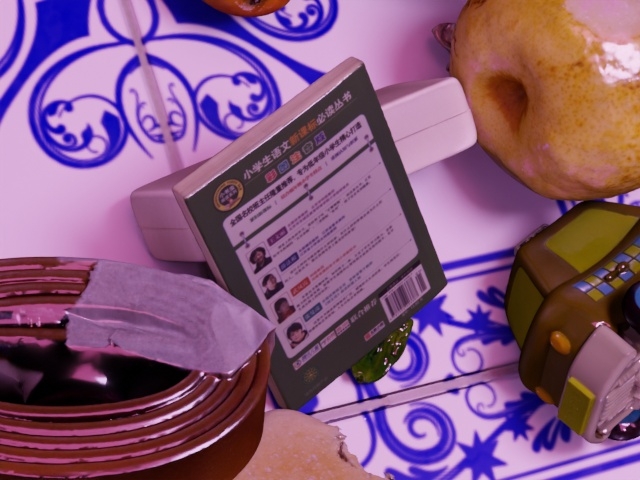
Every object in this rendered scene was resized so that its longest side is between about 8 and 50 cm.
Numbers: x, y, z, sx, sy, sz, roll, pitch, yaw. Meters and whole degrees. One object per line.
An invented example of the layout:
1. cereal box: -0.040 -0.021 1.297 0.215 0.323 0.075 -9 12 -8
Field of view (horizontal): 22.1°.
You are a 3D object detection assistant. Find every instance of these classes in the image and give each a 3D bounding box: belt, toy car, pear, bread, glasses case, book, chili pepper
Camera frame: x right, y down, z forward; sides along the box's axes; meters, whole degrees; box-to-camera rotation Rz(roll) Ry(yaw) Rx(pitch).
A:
1. belt: -0.204 0.124 1.348 0.339 0.122 0.217 0 54 -13
2. toy car: 0.276 0.050 1.557 0.248 0.204 0.198 -34 61 -26
3. pear: 0.262 -0.168 1.552 0.271 0.271 0.271 7 66 -17
4. bread: -0.020 0.237 1.365 0.182 0.039 0.251 -26 45 -29
5. glasses case: -0.013 -0.067 1.506 0.313 0.131 0.070 -24 102 -27
6. book: 0.000 0.000 1.433 0.202 0.027 0.264 -38 129 -18
7. chili pepper: 0.058 0.101 1.530 0.030 0.034 0.091 23 58 28

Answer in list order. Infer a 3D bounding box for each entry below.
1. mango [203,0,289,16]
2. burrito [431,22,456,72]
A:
1. mango: -0.072 -0.340 1.607 0.146 0.129 0.289 11 61 -5
2. burrito: 0.243 -0.200 1.705 0.275 0.059 0.082 -6 64 -22
